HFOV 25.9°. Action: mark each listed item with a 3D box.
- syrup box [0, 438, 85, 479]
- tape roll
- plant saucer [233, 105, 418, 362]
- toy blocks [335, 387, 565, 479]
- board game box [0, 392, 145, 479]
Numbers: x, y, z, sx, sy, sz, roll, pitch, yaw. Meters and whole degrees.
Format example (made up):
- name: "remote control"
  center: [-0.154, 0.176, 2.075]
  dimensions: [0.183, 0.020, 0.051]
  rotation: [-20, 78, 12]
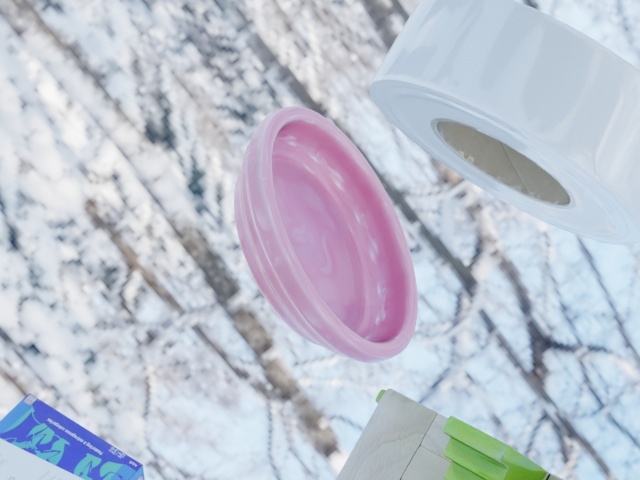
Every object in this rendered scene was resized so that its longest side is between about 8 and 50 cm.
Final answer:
- name: "syrup box"
  center: [-0.116, 0.186, 0.674]
  dimensions: [0.096, 0.237, 0.093]
  rotation: [-43, 153, -60]
- name: "tape roll"
  center: [0.189, -0.107, 1.252]
  dimensions: [0.100, 0.286, 0.286]
  rotation: [-58, -159, -7]
- name: "plant saucer"
  center: [0.000, 0.000, 1.711]
  dimensions: [0.084, 0.332, 0.332]
  rotation: [-25, -159, 26]
- name: "toy blocks"
  center: [0.098, 0.267, 0.832]
  dimensions: [0.381, 0.191, 0.261]
  rotation: [24, -98, 46]
- name: "board game box"
  center: [-0.307, 0.273, 1.418]
  dimensions: [0.210, 0.160, 0.047]
  rotation: [-48, 155, -35]
